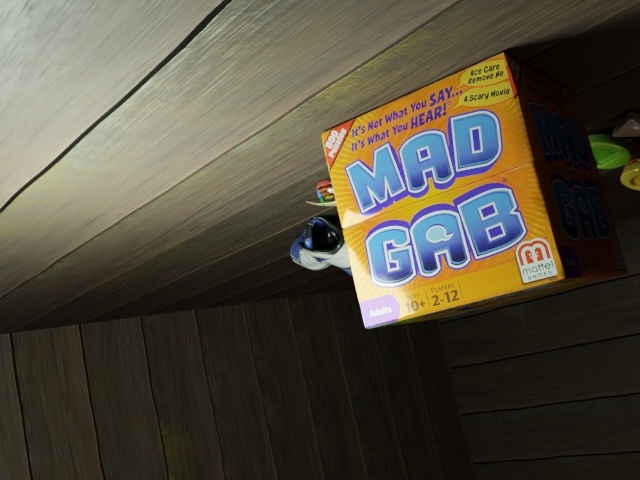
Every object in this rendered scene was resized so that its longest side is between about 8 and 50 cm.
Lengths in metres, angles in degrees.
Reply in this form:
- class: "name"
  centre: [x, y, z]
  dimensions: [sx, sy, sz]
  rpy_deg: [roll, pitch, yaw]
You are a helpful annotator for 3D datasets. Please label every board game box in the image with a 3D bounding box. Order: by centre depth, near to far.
- class: "board game box"
  centre: [0.277, -0.065, 1.328]
  dimensions: [0.356, 0.356, 0.356]
  rpy_deg: [-19, 168, 34]

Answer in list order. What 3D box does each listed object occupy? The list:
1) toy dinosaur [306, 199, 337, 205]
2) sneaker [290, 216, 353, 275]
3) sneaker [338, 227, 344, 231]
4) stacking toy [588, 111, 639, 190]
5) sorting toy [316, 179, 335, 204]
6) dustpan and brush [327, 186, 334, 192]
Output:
- class: "toy dinosaur"
  centre: [0.060, -0.095, 1.784]
  dimensions: [0.183, 0.053, 0.092]
  rpy_deg: [-12, 172, -4]
- class: "sneaker"
  centre: [0.001, 0.000, 2.090]
  dimensions: [0.182, 0.127, 0.315]
  rpy_deg: [35, 164, -33]
- class: "sneaker"
  centre: [0.036, -0.008, 2.291]
  dimensions: [0.073, 0.063, 0.162]
  rpy_deg: [10, 158, -19]
- class: "stacking toy"
  centre: [0.772, -0.253, 1.768]
  dimensions: [0.279, 0.130, 0.309]
  rpy_deg: [17, 160, -11]
- class: "sorting toy"
  centre: [0.022, -0.108, 1.692]
  dimensions: [0.061, 0.042, 0.102]
  rpy_deg: [-17, 170, 24]
- class: "dustpan and brush"
  centre: [0.087, -0.130, 1.591]
  dimensions: [0.211, 0.060, 0.147]
  rpy_deg: [-3, 167, -44]
